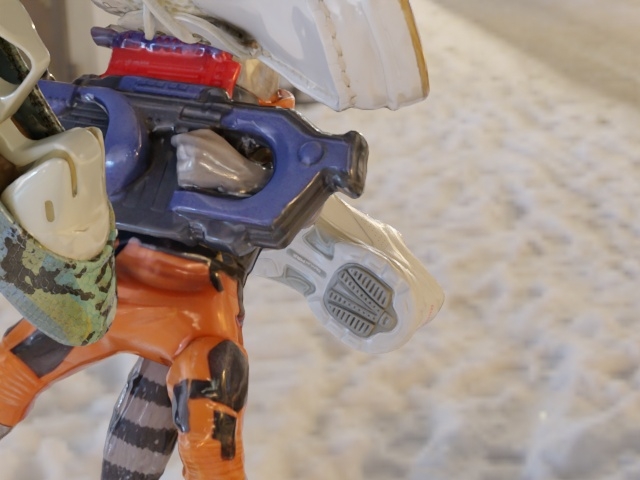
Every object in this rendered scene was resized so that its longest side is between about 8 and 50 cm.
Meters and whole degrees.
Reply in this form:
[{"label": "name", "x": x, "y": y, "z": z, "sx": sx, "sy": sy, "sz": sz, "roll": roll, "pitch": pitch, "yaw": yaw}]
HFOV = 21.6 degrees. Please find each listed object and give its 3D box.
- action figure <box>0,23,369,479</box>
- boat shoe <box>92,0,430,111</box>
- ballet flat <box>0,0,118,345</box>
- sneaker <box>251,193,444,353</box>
[{"label": "action figure", "x": -0.126, "y": 0.003, "z": 0.954, "sx": 0.341, "sy": 0.330, "sz": 0.178, "roll": 18, "pitch": -3, "yaw": 25}, {"label": "boat shoe", "x": -0.051, "y": -0.115, "z": 0.655, "sx": 0.096, "sy": 0.098, "sz": 0.277, "roll": -24, "pitch": 37, "yaw": -13}, {"label": "ballet flat", "x": -0.121, "y": -0.044, "z": 0.643, "sx": 0.070, "sy": 0.188, "sz": 0.070, "roll": -29, "pitch": 15, "yaw": 9}, {"label": "sneaker", "x": 0.000, "y": 0.000, "z": 1.309, "sx": 0.232, "sy": 0.090, "sz": 0.115, "roll": 44, "pitch": 21, "yaw": 18}]
